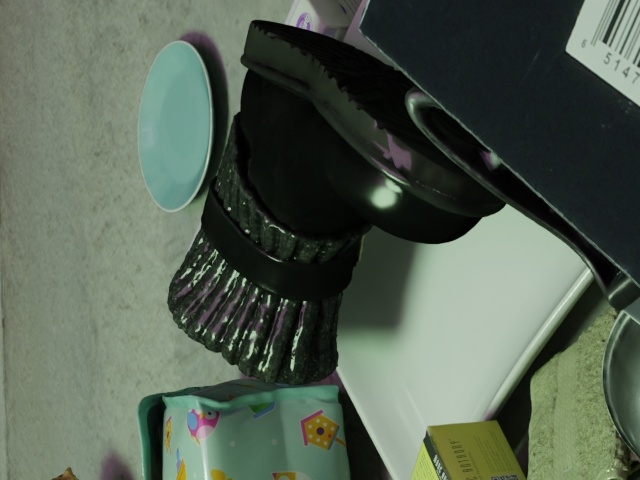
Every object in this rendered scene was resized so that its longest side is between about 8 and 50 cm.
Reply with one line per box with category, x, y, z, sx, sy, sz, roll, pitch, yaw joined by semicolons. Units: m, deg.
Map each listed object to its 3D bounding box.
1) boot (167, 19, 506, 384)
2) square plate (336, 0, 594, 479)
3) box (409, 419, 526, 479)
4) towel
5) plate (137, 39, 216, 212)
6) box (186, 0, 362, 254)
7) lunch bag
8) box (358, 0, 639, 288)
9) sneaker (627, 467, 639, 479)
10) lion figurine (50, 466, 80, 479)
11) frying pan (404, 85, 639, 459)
boot;0.003;0.000;0.930;0.348;0.131;0.260;47;122;62
square plate;0.088;-0.025;0.971;0.347;0.049;0.344;-63;40;35
box;0.088;0.240;0.909;0.087;0.058;0.232;-113;28;-49
towel;0.166;0.113;0.802;0.110;0.027;0.148;-53;15;42
plate;-0.152;-0.124;1.382;0.188;0.024;0.188;1;91;58
box;-0.040;-0.080;1.164;0.067;0.063;0.324;62;138;38
lunch bag;-0.076;0.237;1.131;0.262;0.160;0.223;166;100;-69
box;0.243;-0.073;0.474;0.343;0.313;0.179;50;130;46
sneaker;0.204;0.154;0.778;0.192;0.064;0.086;-26;52;61
lion figurine;-0.286;0.483;1.481;0.240;0.142;0.392;-138;52;-59
frying pan;0.200;0.030;0.584;0.197;0.326;0.053;-23;28;28
